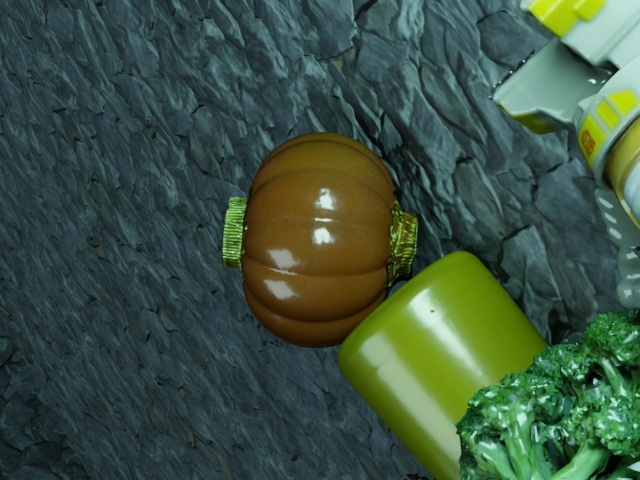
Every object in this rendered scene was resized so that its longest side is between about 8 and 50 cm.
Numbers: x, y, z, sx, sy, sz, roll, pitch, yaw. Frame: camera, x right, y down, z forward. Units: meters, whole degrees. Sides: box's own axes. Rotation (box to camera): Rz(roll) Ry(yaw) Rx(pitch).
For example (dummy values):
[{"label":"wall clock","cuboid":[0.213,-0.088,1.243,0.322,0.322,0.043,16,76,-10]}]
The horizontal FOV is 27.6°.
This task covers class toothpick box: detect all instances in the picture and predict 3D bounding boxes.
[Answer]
[{"label":"toothpick box","cuboid":[0.160,0.161,1.256,0.271,0.175,0.175,50,154,10]}]

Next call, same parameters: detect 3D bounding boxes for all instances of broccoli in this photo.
[{"label":"broccoli","cuboid":[0.241,0.206,1.041,0.308,0.275,0.307,18,117,40]}]

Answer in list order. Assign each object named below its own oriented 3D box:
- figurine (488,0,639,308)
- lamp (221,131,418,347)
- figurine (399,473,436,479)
[{"label":"figurine","cuboid":[0.250,-0.062,0.876,0.308,0.143,0.308,51,172,10]},{"label":"lamp","cuboid":[0.000,0.000,1.333,0.197,0.223,0.223,5,139,4]},{"label":"figurine","cuboid":[0.157,0.305,1.421,0.114,0.145,0.178,-108,26,-68]}]
